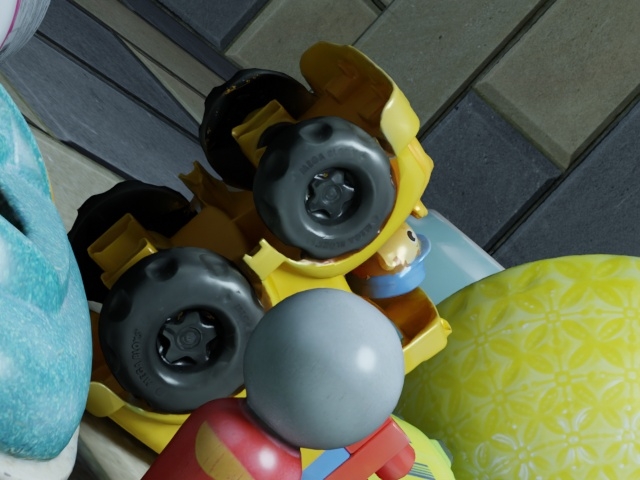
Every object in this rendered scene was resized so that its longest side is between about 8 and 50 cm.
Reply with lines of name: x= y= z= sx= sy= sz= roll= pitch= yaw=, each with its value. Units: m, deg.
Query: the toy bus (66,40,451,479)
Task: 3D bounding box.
toy bus: x=-0.008 y=0.037 z=0.761 sx=0.211 sy=0.220 sz=0.149 roll=47 pitch=0 yaw=-25

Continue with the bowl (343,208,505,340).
bowl: x=0.105 y=0.091 z=1.209 sx=0.311 sy=0.163 sz=0.311 roll=42 pitch=3 yaw=-3

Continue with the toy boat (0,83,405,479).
toy boat: x=-0.110 y=0.017 z=0.542 sx=0.318 sy=0.148 sz=0.267 roll=38 pitch=8 yaw=-33

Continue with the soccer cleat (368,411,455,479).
soccer cleat: x=-0.019 y=0.112 z=0.870 sx=0.121 sy=0.093 sz=0.289 roll=-14 pitch=57 yaw=-46

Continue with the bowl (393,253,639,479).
bowl: x=0.178 y=0.165 z=0.944 sx=0.289 sy=0.289 sz=0.156 roll=40 pitch=30 yaw=-25

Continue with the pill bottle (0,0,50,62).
pill bottle: x=-0.244 y=-0.169 z=0.872 sx=0.160 sy=0.160 sz=0.283 roll=42 pitch=6 yaw=-11
